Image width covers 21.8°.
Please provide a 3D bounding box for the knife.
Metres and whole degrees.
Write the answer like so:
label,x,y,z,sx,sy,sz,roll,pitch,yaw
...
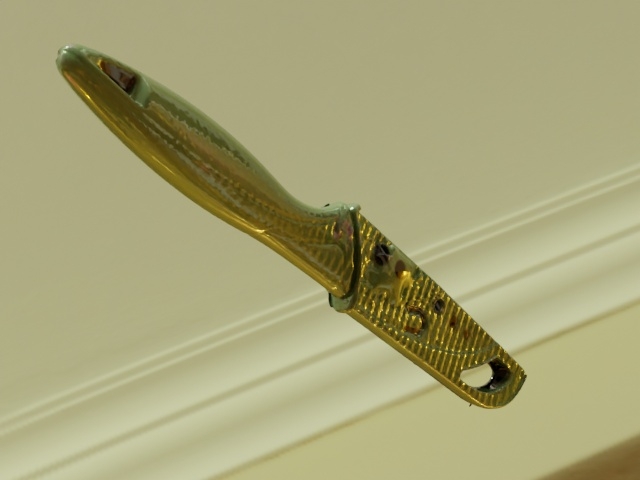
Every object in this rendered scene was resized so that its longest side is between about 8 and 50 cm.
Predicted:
label,x,y,z,sx,sy,sz,roll,pitch,yaw
knife,0.002,0.000,0.661,0.293,0.020,0.043,39,-120,-40
